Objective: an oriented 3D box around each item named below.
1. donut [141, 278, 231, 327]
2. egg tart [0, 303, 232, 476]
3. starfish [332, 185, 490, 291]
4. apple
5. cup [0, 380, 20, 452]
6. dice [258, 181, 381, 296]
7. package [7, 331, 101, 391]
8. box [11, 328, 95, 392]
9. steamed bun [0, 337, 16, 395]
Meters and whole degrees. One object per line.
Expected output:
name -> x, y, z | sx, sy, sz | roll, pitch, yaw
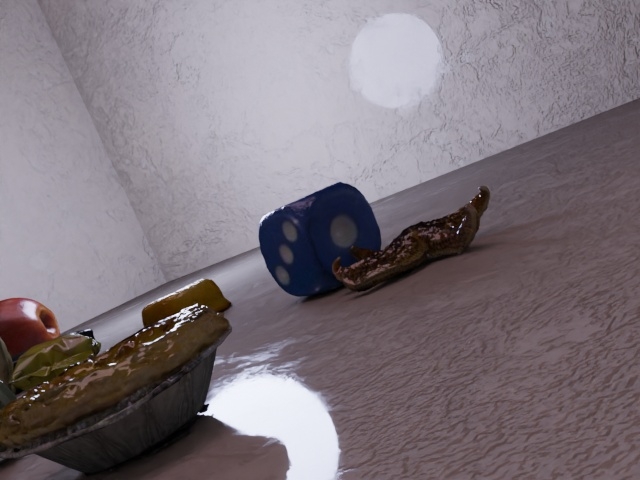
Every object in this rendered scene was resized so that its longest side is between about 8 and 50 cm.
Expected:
donut -> -0.280, 0.135, 1.401 | 0.174, 0.074, 0.190 | -27, 5, -33
egg tart -> -0.178, 0.142, 0.629 | 0.234, 0.094, 0.234 | -26, 6, 3
starfish -> 0.132, 0.002, 0.919 | 0.238, 0.071, 0.216 | -35, 12, -14
apple -> -0.887, 0.276, 2.018 | 0.201, 0.218, 0.218 | -24, 4, 3
cup -> -0.423, 0.228, 0.789 | 0.120, 0.120, 0.141 | -20, 14, 41
dice -> 0.000, 0.000, 1.061 | 0.143, 0.146, 0.146 | -24, 4, -38
package -> -0.486, 0.226, 1.280 | 0.168, 0.090, 0.226 | -23, 1, -21
box -> -0.692, 0.299, 1.631 | 0.290, 0.073, 0.289 | -27, 5, -32
steamed bun -> -0.634, 0.266, 1.270 | 0.141, 0.172, 0.155 | -14, -17, -16
